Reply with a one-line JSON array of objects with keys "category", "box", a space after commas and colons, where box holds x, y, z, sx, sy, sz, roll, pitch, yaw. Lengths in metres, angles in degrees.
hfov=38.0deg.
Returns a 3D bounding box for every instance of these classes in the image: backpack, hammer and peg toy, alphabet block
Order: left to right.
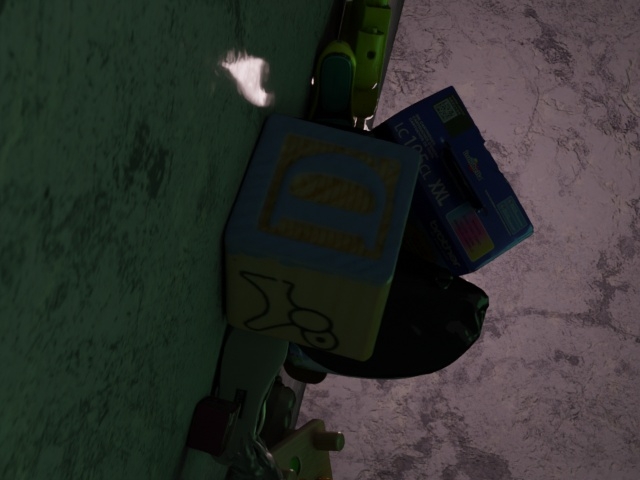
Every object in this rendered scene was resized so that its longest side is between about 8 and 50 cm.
[{"category": "hammer and peg toy", "box": [-0.072, 0.504, 1.667, 0.361, 0.127, 0.265, -22, 106, -59]}, {"category": "alphabet block", "box": [0.000, 0.000, 1.095, 0.197, 0.193, 0.193, 99, 8, -57]}, {"category": "backpack", "box": [0.041, 0.091, 1.405, 0.355, 0.290, 0.273, -127, -134, -61]}]

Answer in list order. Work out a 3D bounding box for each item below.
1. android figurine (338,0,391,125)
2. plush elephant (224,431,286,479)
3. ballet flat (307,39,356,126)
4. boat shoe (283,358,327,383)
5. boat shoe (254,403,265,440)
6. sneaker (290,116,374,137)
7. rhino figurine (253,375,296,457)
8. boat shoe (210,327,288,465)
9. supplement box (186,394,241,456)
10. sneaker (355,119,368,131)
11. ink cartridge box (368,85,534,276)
[{"category": "android figurine", "box": [0.068, -0.315, 1.525, 0.248, 0.056, 0.272, -99, -162, -62]}, {"category": "plush elephant", "box": [-0.085, 0.427, 1.064, 0.255, 0.330, 0.272, -39, 164, 3]}, {"category": "ballet flat", "box": [0.016, -0.208, 1.455, 0.077, 0.077, 0.230, -93, -171, -52]}, {"category": "boat shoe", "box": [-0.026, 0.229, 2.143, 0.302, 0.109, 0.098, 89, 14, -51]}, {"category": "boat shoe", "box": [-0.115, 0.216, 1.324, 0.065, 0.075, 0.206, -2, 120, -41]}, {"category": "sneaker", "box": [0.002, -0.088, 1.277, 0.330, 0.123, 0.146, -1, 103, -85]}, {"category": "rhino figurine", "box": [-0.105, 0.392, 1.840, 0.106, 0.073, 0.243, 103, 3, -85]}, {"category": "boat shoe", "box": [-0.099, 0.181, 1.209, 0.070, 0.078, 0.219, -107, -145, -81]}, {"category": "supplement box", "box": [-0.128, 0.223, 1.124, 0.083, 0.043, 0.054, 44, 62, -86]}, {"category": "sneaker", "box": [0.036, -0.128, 1.785, 0.153, 0.099, 0.282, 67, 35, -80]}, {"category": "ink cartridge box", "box": [0.164, -0.072, 1.512, 0.151, 0.270, 0.395, -31, -178, -26]}]
